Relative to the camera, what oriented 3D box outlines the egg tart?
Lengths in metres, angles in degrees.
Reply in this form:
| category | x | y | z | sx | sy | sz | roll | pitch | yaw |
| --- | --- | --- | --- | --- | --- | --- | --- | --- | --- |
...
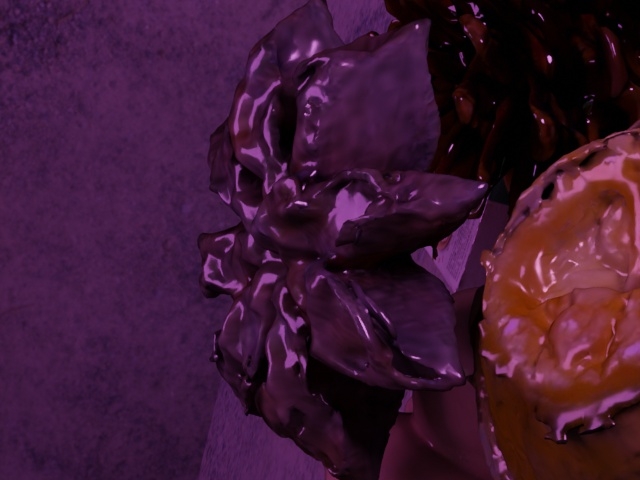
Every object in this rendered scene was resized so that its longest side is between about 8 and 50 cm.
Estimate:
| category | x | y | z | sx | sy | sz | roll | pitch | yaw |
| --- | --- | --- | --- | --- | --- | --- | --- | --- | --- |
| egg tart | 0.184 | 0.038 | 0.961 | 0.315 | 0.120 | 0.315 | -29 | 46 | 35 |

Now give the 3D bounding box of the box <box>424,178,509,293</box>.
| category | x | y | z | sx | sy | sz | roll | pitch | yaw |
| --- | --- | --- | --- | --- | --- | --- | --- | --- | --- |
| box | 0.162 | -0.054 | 1.434 | 0.135 | 0.081 | 0.199 | -116 | 43 | -71 |

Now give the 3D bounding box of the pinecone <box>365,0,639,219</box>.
| category | x | y | z | sx | sy | sz | roll | pitch | yaw |
| --- | --- | --- | --- | --- | --- | --- | --- | --- | --- |
| pinecone | 0.150 | -0.116 | 1.200 | 0.264 | 0.264 | 0.264 | -166 | 90 | -77 |

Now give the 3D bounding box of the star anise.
| category | x | y | z | sx | sy | sz | roll | pitch | yaw |
| --- | --- | --- | --- | --- | --- | --- | --- | --- | --- |
| star anise | -0.001 | -0.002 | 1.100 | 0.332 | 0.117 | 0.331 | -4 | 85 | 57 |

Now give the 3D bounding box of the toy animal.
| category | x | y | z | sx | sy | sz | roll | pitch | yaw |
| --- | --- | --- | --- | --- | --- | --- | --- | --- | --- |
| toy animal | 0.117 | 0.158 | 1.168 | 0.229 | 0.210 | 0.221 | -58 | -2 | -43 |
